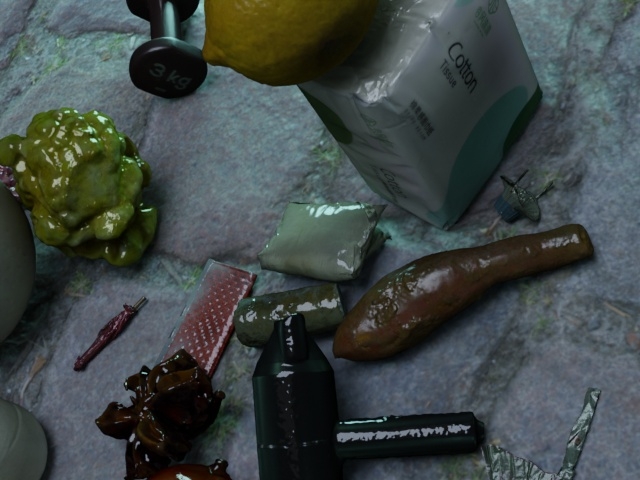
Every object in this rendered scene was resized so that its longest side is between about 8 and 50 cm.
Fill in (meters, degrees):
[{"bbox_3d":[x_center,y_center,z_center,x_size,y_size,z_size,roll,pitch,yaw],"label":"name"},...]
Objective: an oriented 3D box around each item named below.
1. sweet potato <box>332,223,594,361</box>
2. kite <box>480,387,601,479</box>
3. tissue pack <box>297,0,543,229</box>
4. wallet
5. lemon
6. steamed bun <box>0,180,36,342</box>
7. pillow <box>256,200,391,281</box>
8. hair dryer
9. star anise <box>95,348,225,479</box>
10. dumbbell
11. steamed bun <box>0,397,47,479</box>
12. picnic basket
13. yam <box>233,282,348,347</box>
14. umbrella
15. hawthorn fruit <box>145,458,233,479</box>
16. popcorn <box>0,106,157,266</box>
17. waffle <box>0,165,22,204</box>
[{"bbox_3d":[0.180,0.059,1.458,0.385,0.109,0.109,-28,54,11],"label":"sweet potato"},{"bbox_3d":[0.301,0.296,1.317,0.229,0.012,0.250,18,73,30],"label":"kite"},{"bbox_3d":[0.142,-0.215,1.471,0.194,0.356,0.266,29,79,33],"label":"tissue pack"},{"bbox_3d":[-0.177,0.127,1.658,0.103,0.020,0.196,14,71,34],"label":"wallet"},{"bbox_3d":[-0.034,-0.287,1.260,0.257,0.188,0.188,-38,53,8],"label":"lemon"},{"bbox_3d":[-0.643,0.027,1.797,0.374,0.241,0.374,2,97,17],"label":"steamed bun"},{"bbox_3d":[0.000,0.000,1.584,0.181,0.078,0.134,5,45,31],"label":"pillow"},{"bbox_3d":[0.061,0.212,1.407,0.302,0.116,0.244,-4,85,7],"label":"hair dryer"},{"bbox_3d":[-0.229,0.262,1.544,0.190,0.126,0.220,-43,30,-8],"label":"star anise"},{"bbox_3d":[-0.278,-0.376,1.915,0.124,0.140,0.225,-37,50,37],"label":"dumbbell"},{"bbox_3d":[-0.554,0.320,1.670,0.242,0.146,0.164,-11,62,25],"label":"steamed bun"},{"bbox_3d":[0.282,-0.064,1.495,0.083,0.065,0.083,-43,46,22],"label":"picnic basket"},{"bbox_3d":[-0.041,0.107,1.563,0.179,0.078,0.078,-14,58,21],"label":"yam"},{"bbox_3d":[-0.344,0.150,1.732,0.027,0.025,0.165,43,90,20],"label":"umbrella"},{"bbox_3d":[-0.181,0.376,1.430,0.169,0.169,0.188,29,88,36],"label":"hawthorn fruit"},{"bbox_3d":[-0.396,-0.090,1.750,0.242,0.250,0.235,6,59,29],"label":"popcorn"},{"bbox_3d":[-0.659,-0.057,1.992,0.234,0.055,0.221,-47,52,-2],"label":"waffle"}]
